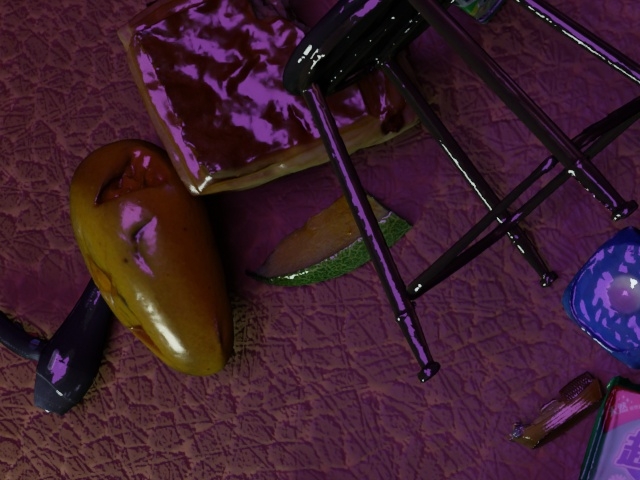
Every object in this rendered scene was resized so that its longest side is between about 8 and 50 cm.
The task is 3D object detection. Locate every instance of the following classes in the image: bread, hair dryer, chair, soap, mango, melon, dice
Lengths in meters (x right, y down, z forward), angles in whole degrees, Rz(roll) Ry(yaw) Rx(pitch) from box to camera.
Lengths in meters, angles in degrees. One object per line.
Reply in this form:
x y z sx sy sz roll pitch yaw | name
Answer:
-0.064 -0.234 1.994 0.370 0.191 0.314 -23 82 -2 | bread
-0.445 0.123 2.191 0.271 0.091 0.235 21 86 24 | hair dryer
0.192 -0.141 1.719 0.410 0.362 0.364 52 128 7 | chair
0.485 0.288 1.813 0.273 0.098 0.218 17 87 19 | soap
-0.230 0.027 2.032 0.182 0.253 0.365 -30 89 -21 | mango
0.000 0.001 2.039 0.261 0.053 0.114 -27 71 17 | melon
0.410 0.076 1.825 0.143 0.146 0.146 43 103 19 | dice

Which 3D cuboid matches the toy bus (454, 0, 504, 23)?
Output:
0.140 -0.430 1.944 0.276 0.164 0.134 37 102 19 | toy bus

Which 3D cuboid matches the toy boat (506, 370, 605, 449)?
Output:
0.319 0.234 1.906 0.149 0.047 0.049 -38 62 13 | toy boat
